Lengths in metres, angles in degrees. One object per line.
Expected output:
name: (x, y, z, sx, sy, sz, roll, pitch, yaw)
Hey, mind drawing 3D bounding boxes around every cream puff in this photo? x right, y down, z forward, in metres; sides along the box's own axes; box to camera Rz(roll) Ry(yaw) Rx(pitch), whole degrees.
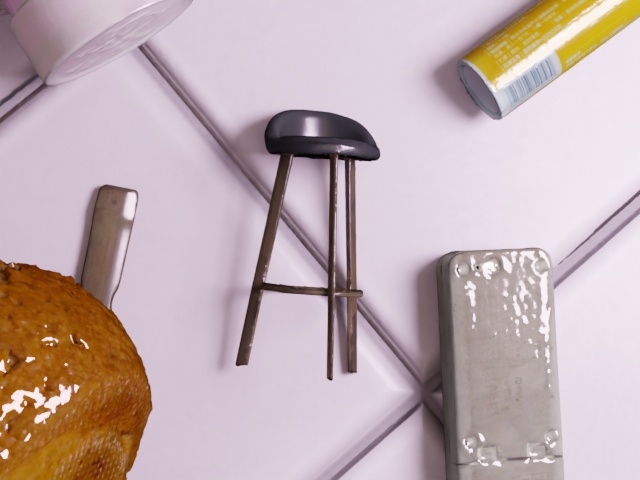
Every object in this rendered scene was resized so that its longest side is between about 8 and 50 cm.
cream puff: (-0.262, 0.152, 1.122, 0.212, 0.303, 0.303, 29, 82, 20)

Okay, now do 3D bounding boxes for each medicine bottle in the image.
medicine bottle: (0.217, -0.188, 1.307, 0.218, 0.074, 0.074, -36, 93, -8)
medicine bottle: (-0.229, -0.276, 1.193, 0.170, 0.170, 0.293, -30, 91, -9)

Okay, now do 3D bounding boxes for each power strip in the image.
power strip: (0.150, 0.150, 1.289, 0.093, 0.053, 0.288, -2, 88, -10)

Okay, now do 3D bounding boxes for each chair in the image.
chair: (0.000, 0.000, 1.252, 0.104, 0.095, 0.221, 4, 86, -20)

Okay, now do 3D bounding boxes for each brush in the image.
brush: (-0.181, 0.048, 1.256, 0.034, 0.027, 0.190, 13, 84, -10)
